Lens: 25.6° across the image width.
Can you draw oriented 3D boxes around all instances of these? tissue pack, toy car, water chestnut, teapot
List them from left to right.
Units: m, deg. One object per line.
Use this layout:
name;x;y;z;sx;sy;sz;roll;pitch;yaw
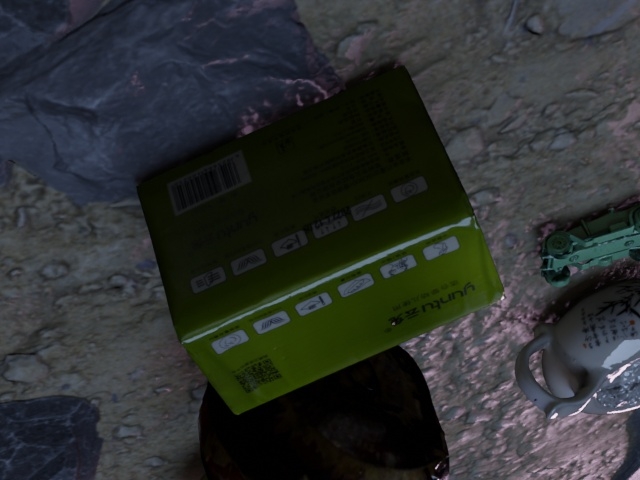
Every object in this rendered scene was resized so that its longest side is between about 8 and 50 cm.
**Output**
water chestnut;-0.011;0.233;1.503;0.300;0.300;0.300;-14;144;-11
tissue pack;0.000;0.000;1.289;0.274;0.200;0.167;-23;143;3
toy car;0.311;0.001;1.576;0.143;0.054;0.073;-16;146;-5
teapot;0.359;0.145;1.709;0.299;0.166;0.208;-13;157;-28

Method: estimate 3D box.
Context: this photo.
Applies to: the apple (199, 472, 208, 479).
apple;-0.072;0.346;1.709;0.200;0.200;0.200;-14;144;-11
